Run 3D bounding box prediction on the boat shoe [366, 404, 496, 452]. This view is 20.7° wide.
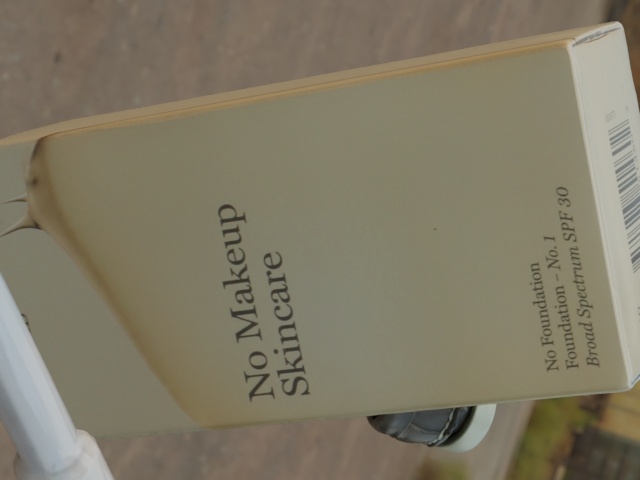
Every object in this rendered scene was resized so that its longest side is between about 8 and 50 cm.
[{"bbox_3d":[0.060,0.012,1.058,0.081,0.069,0.227,-35,-130,51],"label":"boat shoe"}]

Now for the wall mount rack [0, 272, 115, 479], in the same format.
[{"bbox_3d":[0.006,-0.098,0.304,0.350,0.130,0.304,-59,-171,-33],"label":"wall mount rack"}]

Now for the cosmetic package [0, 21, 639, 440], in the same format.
[{"bbox_3d":[0.000,0.000,0.849,0.113,0.309,0.160,-28,107,-66],"label":"cosmetic package"}]
